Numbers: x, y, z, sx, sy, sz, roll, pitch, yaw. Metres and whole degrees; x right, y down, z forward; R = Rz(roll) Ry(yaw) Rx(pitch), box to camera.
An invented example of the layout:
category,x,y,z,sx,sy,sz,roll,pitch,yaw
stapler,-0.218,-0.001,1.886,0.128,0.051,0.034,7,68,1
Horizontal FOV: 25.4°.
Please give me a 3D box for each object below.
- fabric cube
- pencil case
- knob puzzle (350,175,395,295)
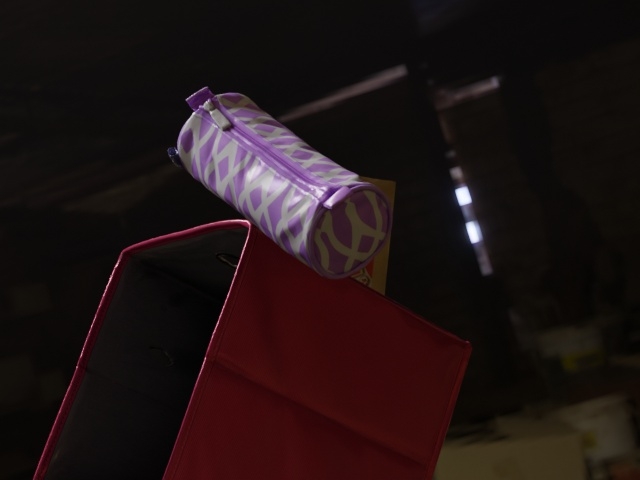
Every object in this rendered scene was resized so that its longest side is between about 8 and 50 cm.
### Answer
category,x,y,z,sx,sy,sz,roll,pitch,yaw
fabric cube,-0.063,0.159,1.297,0.258,0.259,0.254,28,-21,-27
pencil case,-0.032,-0.050,1.124,0.086,0.088,0.206,-35,46,-22
knob puzzle,0.000,0.000,1.817,0.213,0.213,0.030,-15,11,-28
